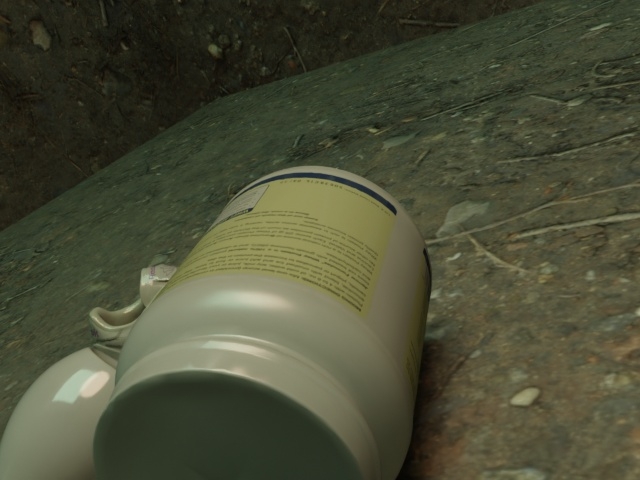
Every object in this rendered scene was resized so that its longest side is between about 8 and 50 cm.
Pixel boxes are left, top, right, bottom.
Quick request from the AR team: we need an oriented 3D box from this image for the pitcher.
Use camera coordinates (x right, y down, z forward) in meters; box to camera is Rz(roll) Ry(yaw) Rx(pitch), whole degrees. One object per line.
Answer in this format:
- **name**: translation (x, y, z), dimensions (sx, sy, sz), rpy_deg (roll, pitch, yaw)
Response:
- **pitcher**: translation (-0.223, 0.217, 0.651), dimensions (0.177, 0.125, 0.207), rpy_deg (27, 77, 31)

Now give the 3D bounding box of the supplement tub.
- **supplement tub**: translation (-0.030, 0.095, 0.626), dimensions (0.235, 0.236, 0.325), rpy_deg (-16, 22, 20)

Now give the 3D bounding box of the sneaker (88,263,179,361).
- **sneaker**: translation (-0.136, 0.084, 0.884), dimensions (0.305, 0.152, 0.114), rpy_deg (-24, 19, -5)
